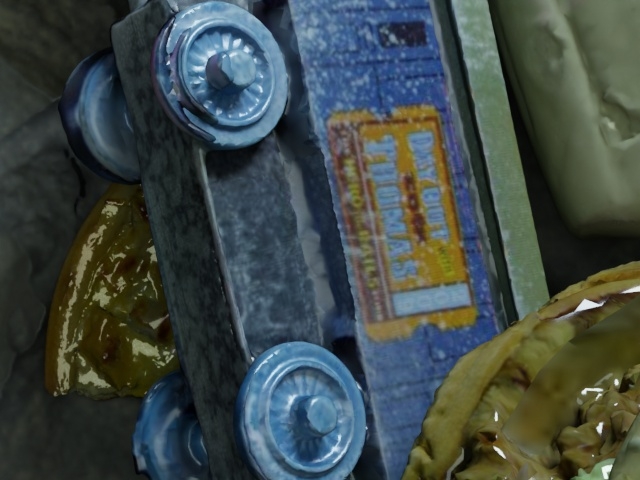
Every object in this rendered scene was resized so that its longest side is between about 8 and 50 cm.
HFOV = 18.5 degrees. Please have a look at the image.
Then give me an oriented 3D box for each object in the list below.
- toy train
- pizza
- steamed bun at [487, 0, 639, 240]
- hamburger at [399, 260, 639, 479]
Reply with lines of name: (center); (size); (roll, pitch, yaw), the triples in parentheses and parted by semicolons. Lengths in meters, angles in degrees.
toy train: (0.000, 0.000, 0.944); (0.202, 0.131, 0.299); (-9, 86, -34)
pizza: (-0.080, 0.018, 1.001); (0.099, 0.036, 0.160); (28, 84, -1)
steamed bun: (0.189, -0.122, 0.965); (0.170, 0.200, 0.225); (-13, 82, -44)
hamburger: (0.184, 0.140, 0.858); (0.277, 0.195, 0.318); (48, 68, -30)
